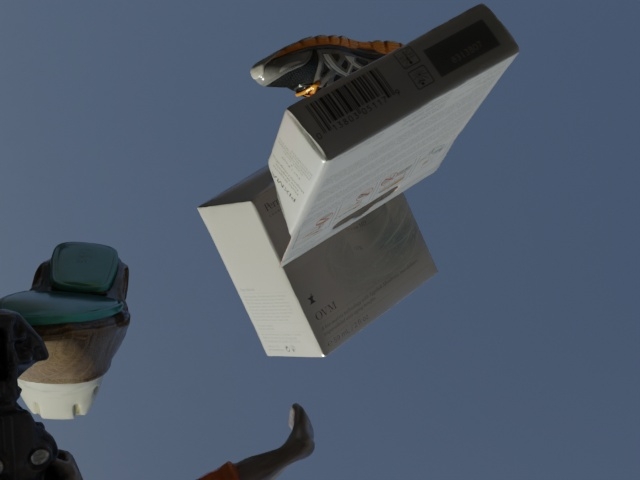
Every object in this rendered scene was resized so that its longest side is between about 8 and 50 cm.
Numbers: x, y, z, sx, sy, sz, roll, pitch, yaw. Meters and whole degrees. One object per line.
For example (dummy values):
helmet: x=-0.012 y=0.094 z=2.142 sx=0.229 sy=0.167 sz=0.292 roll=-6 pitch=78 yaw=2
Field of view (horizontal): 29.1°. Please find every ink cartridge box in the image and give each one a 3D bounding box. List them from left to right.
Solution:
ink cartridge box: x=0.042 y=-0.079 z=1.005 sx=0.189 sy=0.232 sz=0.066 roll=-31 pitch=-98 yaw=-20

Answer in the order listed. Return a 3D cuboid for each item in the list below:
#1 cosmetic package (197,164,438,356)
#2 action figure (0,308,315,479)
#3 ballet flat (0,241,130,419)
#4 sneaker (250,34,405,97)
cosmetic package: x=0.000 y=0.000 z=1.607 sx=0.224 sy=0.225 sz=0.138 roll=-34 pitch=-164 yaw=-33
action figure: x=-0.141 y=0.205 z=0.800 sx=0.330 sy=0.341 sz=0.178 roll=-13 pitch=-166 yaw=-21
ballet flat: x=-0.234 y=0.090 z=1.131 sx=0.116 sy=0.342 sz=0.124 roll=5 pitch=-80 yaw=-8
sneaker: x=0.019 y=-0.182 z=1.397 sx=0.084 sy=0.215 sz=0.083 roll=-14 pitch=-97 yaw=55
